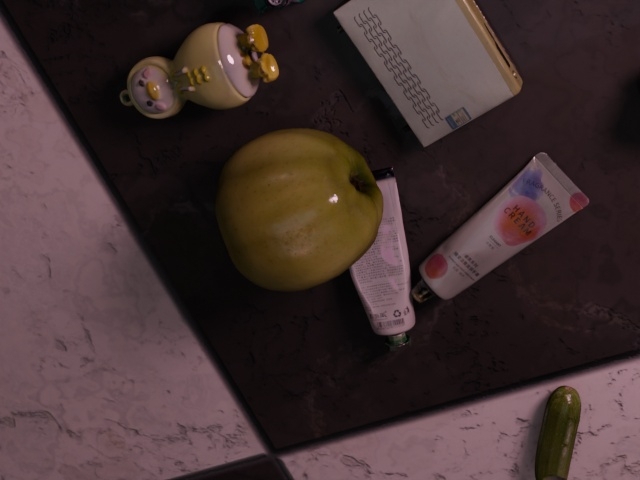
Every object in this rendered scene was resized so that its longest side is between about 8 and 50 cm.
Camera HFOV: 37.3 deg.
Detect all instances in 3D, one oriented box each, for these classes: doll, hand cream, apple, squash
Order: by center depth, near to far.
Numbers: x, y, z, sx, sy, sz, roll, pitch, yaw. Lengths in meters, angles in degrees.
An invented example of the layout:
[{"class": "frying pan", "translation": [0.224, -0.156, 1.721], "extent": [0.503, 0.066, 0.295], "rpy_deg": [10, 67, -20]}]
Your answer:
[{"class": "apple", "translation": [-0.040, -0.055, 1.552], "extent": [0.279, 0.279, 0.279], "rpy_deg": [5, 119, 10]}, {"class": "doll", "translation": [-0.209, -0.268, 1.558], "extent": [0.296, 0.117, 0.141], "rpy_deg": [-17, 110, 20]}, {"class": "hand cream", "translation": [0.288, -0.001, 1.624], "extent": [0.124, 0.078, 0.340], "rpy_deg": [44, 113, -11]}, {"class": "hand cream", "translation": [0.105, 0.038, 1.691], "extent": [0.121, 0.076, 0.336], "rpy_deg": [-10, 109, 12]}, {"class": "squash", "translation": [0.445, 0.376, 1.787], "extent": [0.069, 0.069, 0.239], "rpy_deg": [8, 118, 8]}]

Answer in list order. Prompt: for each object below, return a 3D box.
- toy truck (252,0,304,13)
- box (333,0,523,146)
[{"class": "toy truck", "translation": [-0.029, -0.446, 1.433], "extent": [0.216, 0.110, 0.116], "rpy_deg": [-39, 93, 27]}, {"class": "box", "translation": [0.167, -0.301, 1.499], "extent": [0.210, 0.045, 0.270], "rpy_deg": [-30, 108, 25]}]
